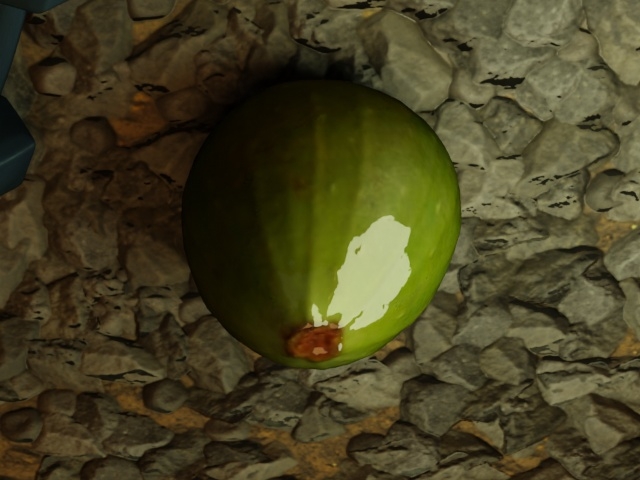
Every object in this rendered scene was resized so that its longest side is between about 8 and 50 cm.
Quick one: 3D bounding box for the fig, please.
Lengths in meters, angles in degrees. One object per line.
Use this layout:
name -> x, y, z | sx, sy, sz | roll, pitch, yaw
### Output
fig -> 0.000, 0.000, 1.834 | 0.316, 0.316, 0.316 | -2, 127, -3

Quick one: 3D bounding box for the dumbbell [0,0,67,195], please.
dumbbell -> -0.332, -0.190, 1.772 | 0.144, 0.160, 0.324 | 31, 123, 11
